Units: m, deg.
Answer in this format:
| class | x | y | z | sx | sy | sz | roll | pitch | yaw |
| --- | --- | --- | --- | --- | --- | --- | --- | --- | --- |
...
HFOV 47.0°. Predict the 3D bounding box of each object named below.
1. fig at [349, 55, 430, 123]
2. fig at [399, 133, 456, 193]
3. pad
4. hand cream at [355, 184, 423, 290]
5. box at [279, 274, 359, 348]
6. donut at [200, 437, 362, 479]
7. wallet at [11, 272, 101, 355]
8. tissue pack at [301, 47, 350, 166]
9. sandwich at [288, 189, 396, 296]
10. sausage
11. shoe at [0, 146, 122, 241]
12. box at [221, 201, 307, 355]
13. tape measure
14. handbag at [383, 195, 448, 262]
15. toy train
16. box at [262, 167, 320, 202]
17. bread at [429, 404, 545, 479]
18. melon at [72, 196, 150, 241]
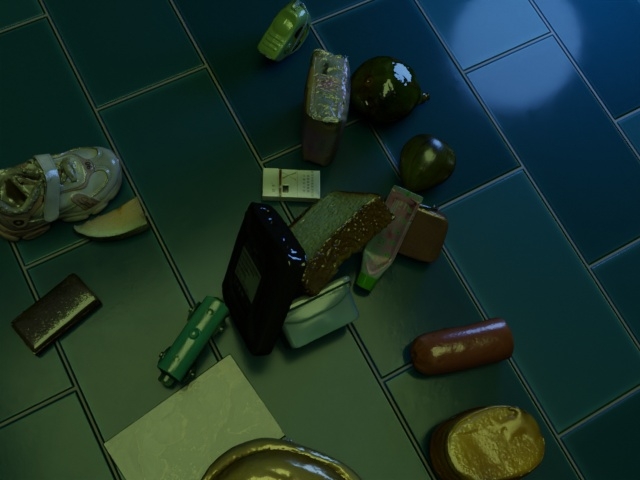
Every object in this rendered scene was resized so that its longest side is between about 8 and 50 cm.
| class | x | y | z | sx | sy | sz | roll | pitch | yaw |
| --- | --- | --- | --- | --- | --- | --- | --- | --- | --- |
| fig | 0.197 | -0.402 | 2.034 | 0.245 | 0.195 | 0.195 | 13 | 67 | -39 |
| fig | 0.255 | -0.165 | 1.994 | 0.151 | 0.151 | 0.259 | 34 | 94 | 5 |
| pad | -0.300 | 0.477 | 1.767 | 0.367 | 0.007 | 0.247 | -34 | 79 | -16 |
| hand cream | 0.166 | -0.004 | 1.887 | 0.079 | 0.050 | 0.275 | 20 | 99 | -25 |
| box | -0.020 | 0.175 | 1.821 | 0.227 | 0.162 | 0.130 | -26 | 87 | -13 |
| donut | -0.089 | 0.658 | 1.632 | 0.449 | 0.198 | 0.448 | 2 | 73 | -7 |
| wallet | -0.651 | 0.180 | 1.809 | 0.198 | 0.031 | 0.110 | -42 | 81 | -17 |
| tissue pack | 0.012 | -0.344 | 1.936 | 0.123 | 0.256 | 0.215 | 6 | 70 | -1 |
| sandwich | 0.000 | 0.000 | 1.829 | 0.301 | 0.271 | 0.099 | -44 | 111 | -16 |
| sausage | 0.354 | 0.271 | 1.856 | 0.259 | 0.113 | 0.113 | -11 | 74 | -11 |
| shoe | -0.661 | -0.131 | 1.821 | 0.351 | 0.198 | 0.172 | -34 | 80 | -14 |
| box | -0.144 | 0.085 | 1.728 | 0.073 | 0.289 | 0.290 | 7 | 28 | -30 |
| tape measure | -0.092 | -0.586 | 2.058 | 0.087 | 0.154 | 0.177 | 38 | 102 | 9 |
| handbag | 0.237 | -0.036 | 1.928 | 0.193 | 0.072 | 0.151 | 23 | 105 | 2 |
| toy train | -0.307 | 0.236 | 1.767 | 0.101 | 0.159 | 0.248 | 33 | 70 | -1 |
| box | -0.079 | -0.148 | 1.976 | 0.154 | 0.040 | 0.084 | 2 | 73 | -7 |
| bread | 0.401 | 0.497 | 1.768 | 0.270 | 0.142 | 0.195 | -11 | 71 | -12 |
| melon | -0.534 | -0.038 | 1.884 | 0.182 | 0.054 | 0.098 | -28 | 72 | -13 |
